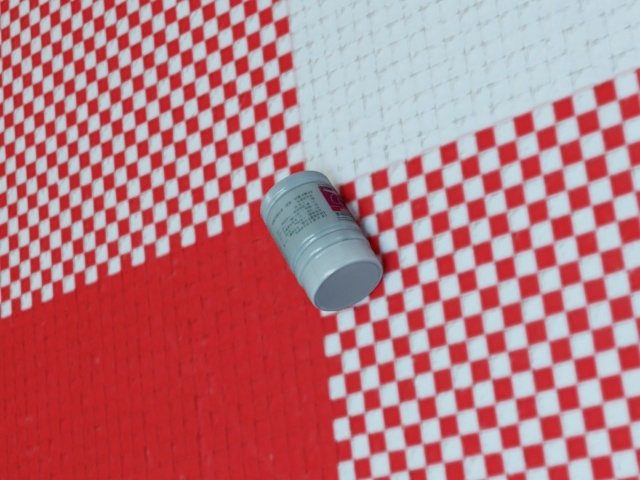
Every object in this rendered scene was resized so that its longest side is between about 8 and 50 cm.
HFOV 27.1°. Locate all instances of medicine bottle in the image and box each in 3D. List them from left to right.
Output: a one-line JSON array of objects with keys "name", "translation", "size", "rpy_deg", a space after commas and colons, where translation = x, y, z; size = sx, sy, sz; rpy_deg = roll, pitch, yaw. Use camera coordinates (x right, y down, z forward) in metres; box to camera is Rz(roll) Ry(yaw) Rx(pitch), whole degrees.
[{"name": "medicine bottle", "translation": [0.000, 0.000, 0.960], "size": [0.058, 0.058, 0.091], "rpy_deg": [-48, 54, 24]}]
